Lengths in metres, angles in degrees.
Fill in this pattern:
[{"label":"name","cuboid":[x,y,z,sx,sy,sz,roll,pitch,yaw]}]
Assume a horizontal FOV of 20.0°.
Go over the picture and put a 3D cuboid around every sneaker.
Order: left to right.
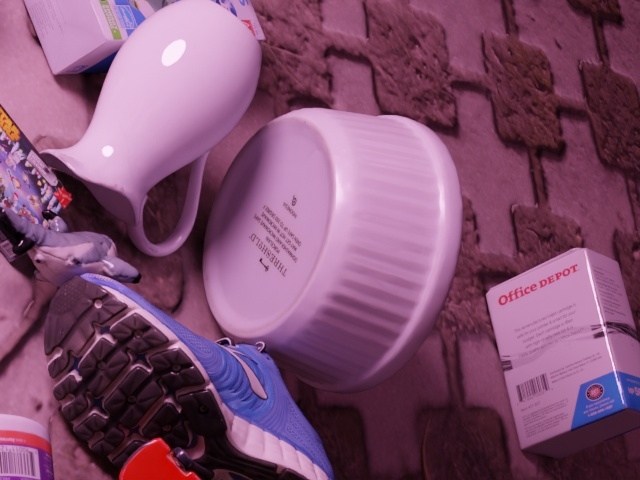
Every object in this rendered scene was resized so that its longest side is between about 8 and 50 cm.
[{"label":"sneaker","cuboid":[-0.111,0.140,1.578,0.330,0.130,0.147,46,19,-26]}]

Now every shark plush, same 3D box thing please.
[{"label":"shark plush","cuboid":[-0.226,0.006,1.534,0.161,0.073,0.067,19,49,-46]}]

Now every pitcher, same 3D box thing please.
[{"label":"pitcher","cuboid":[-0.135,-0.102,1.656,0.207,0.125,0.178,-53,137,-15]}]

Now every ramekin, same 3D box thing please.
[{"label":"ramekin","cuboid":[0.000,0.000,1.691,0.127,0.273,0.273,17,53,-34]}]

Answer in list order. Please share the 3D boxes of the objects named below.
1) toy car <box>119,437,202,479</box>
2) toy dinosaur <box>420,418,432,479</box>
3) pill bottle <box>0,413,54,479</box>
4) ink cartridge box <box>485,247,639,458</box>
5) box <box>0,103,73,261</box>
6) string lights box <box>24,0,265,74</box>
[{"label":"toy car","cuboid":[-0.071,0.294,1.505,0.239,0.053,0.225,15,83,-12]},{"label":"toy dinosaur","cuboid":[0.121,0.284,1.864,0.183,0.053,0.092,66,16,-9]},{"label":"pill bottle","cuboid":[-0.241,0.233,1.313,0.108,0.108,0.193,21,52,-47]},{"label":"ink cartridge box","cuboid":[0.291,0.131,2.108,0.086,0.148,0.203,19,53,-47]},{"label":"box","cuboid":[-0.278,-0.062,1.546,0.137,0.027,0.094,53,33,-17]},{"label":"string lights box","cuboid":[-0.176,-0.237,1.772,0.259,0.076,0.133,-11,76,-57]}]
